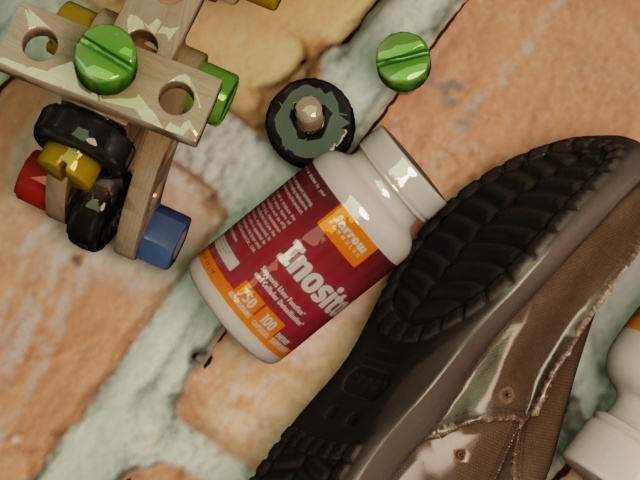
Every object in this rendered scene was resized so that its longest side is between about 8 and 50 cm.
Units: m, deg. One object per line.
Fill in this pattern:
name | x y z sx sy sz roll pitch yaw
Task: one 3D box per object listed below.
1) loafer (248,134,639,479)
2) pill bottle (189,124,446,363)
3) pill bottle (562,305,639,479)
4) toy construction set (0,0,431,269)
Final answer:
loafer | 0.091 0.091 1.179 0.130 0.134 0.366 43 82 -26
pill bottle | 0.000 0.000 1.190 0.152 0.086 0.086 -40 81 6
pill bottle | 0.260 0.065 1.152 0.136 0.136 0.245 38 84 8
toy construction set | -0.126 -0.151 1.156 0.257 0.237 0.309 -42 80 -4
